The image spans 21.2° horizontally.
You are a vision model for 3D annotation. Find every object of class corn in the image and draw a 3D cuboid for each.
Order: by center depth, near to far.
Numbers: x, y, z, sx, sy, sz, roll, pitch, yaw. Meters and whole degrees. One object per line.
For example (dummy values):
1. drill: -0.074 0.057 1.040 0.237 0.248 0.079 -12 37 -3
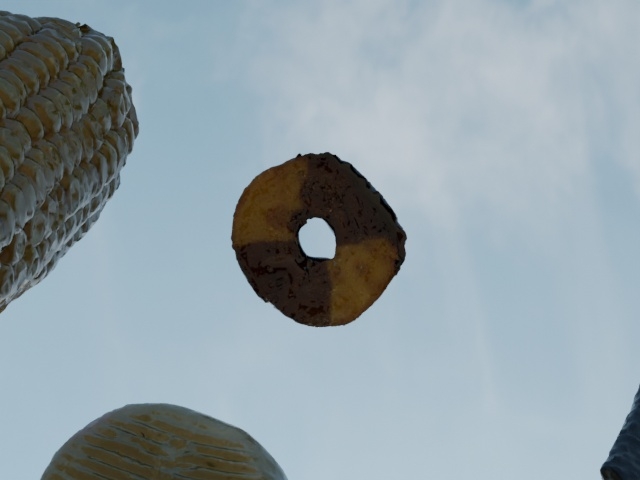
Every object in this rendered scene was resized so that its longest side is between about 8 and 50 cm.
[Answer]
1. corn: -0.158 -0.017 0.674 0.119 0.322 0.119 4 -69 11

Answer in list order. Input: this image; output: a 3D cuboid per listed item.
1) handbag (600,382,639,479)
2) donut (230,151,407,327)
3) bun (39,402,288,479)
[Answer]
1. handbag: 0.306 0.157 1.234 0.175 0.270 0.088 -7 -72 25
2. donut: 0.000 0.000 1.364 0.140 0.059 0.140 0 -92 4
3. bun: -0.099 0.210 1.151 0.193 0.178 0.128 12 -40 22
